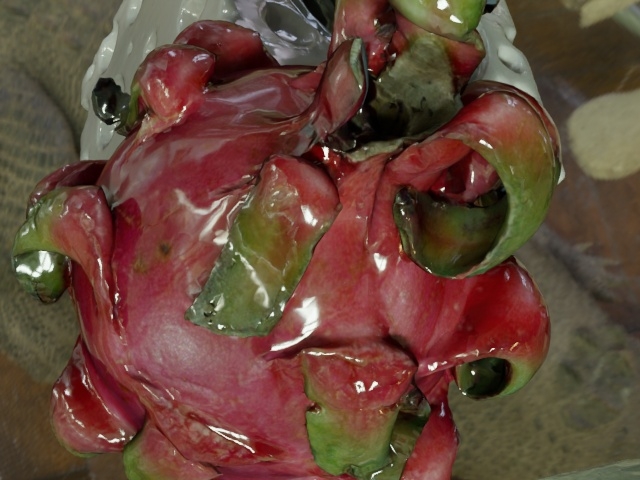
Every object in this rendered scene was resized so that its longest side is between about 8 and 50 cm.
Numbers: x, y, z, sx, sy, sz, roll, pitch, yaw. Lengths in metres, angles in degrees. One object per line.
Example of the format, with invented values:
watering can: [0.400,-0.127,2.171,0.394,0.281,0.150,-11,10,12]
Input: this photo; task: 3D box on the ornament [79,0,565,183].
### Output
ornament: [-0.016,-0.083,0.870,0.239,0.240,0.239,17,41,-25]

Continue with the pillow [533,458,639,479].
pillow: [0.364,0.337,1.366,0.310,0.283,0.138,-2,104,-18]

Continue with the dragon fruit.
dragon fruit: [0.003,0.003,0.501,0.198,0.272,0.218,12,59,-51]
